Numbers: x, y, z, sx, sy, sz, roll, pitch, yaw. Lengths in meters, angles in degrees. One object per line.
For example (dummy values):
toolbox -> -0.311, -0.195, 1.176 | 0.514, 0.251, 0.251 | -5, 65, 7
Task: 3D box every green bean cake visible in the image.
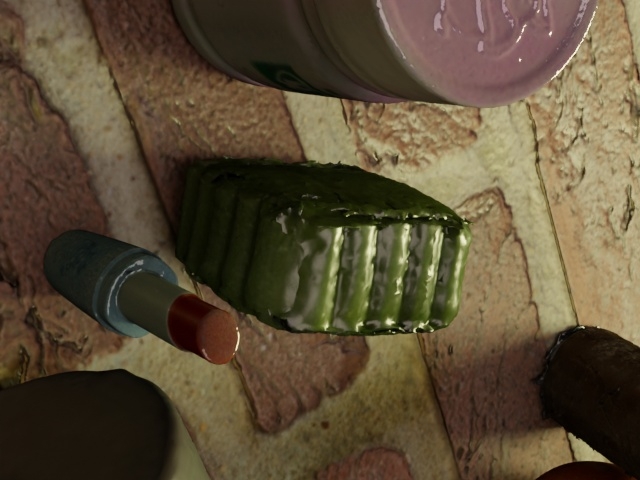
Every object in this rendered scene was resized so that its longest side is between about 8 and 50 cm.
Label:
green bean cake -> 0.000, 0.000, 1.099 | 0.214, 0.200, 0.113 | 0, 108, -35

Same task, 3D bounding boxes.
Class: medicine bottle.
medicine bottle -> 0.036, -0.214, 1.003 | 0.212, 0.325, 0.212 | -6, 101, -30

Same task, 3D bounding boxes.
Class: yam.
yam -> 0.332, 0.181, 1.302 | 0.131, 0.279, 0.131 | -6, 107, -21

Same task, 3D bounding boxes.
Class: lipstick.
lipstick -> -0.135, 0.043, 0.977 | 0.061, 0.274, 0.068 | 41, 78, -31

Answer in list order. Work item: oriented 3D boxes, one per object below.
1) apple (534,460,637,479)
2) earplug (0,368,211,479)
apple -> 0.292, 0.335, 1.363 | 0.210, 0.173, 0.235 | -42, 128, -15
earplug -> -0.173, 0.344, 0.994 | 0.312, 0.312, 0.394 | -35, 117, -21
